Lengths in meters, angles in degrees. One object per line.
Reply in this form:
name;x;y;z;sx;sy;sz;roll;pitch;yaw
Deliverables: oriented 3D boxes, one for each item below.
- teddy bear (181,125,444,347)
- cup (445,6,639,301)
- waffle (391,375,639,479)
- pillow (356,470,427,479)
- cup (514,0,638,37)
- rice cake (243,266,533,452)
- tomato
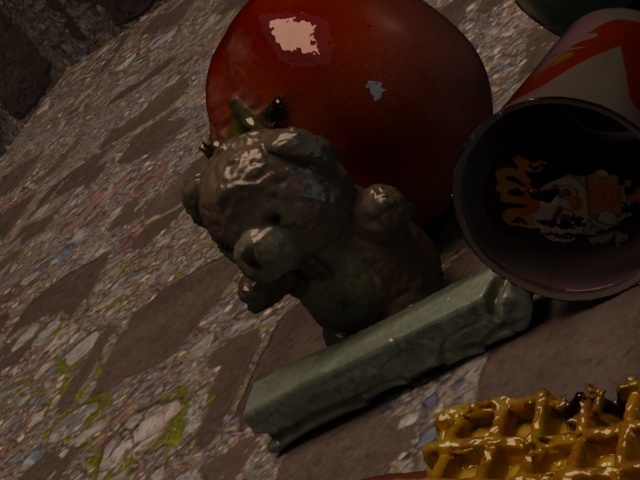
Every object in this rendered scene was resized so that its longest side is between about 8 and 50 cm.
teddy bear;0.001;0.000;1.803;0.236;0.267;0.151;-27;40;37
cup;0.248;-0.100;1.689;0.203;0.203;0.288;-29;15;32
waffle;0.177;0.185;1.306;0.283;0.065;0.309;-39;32;-1
pillow;0.016;0.264;1.468;0.171;0.075;0.179;-21;27;47
cup;0.295;-0.312;2.103;0.150;0.199;0.199;-54;14;18
rice cake;0.064;0.108;1.747;0.336;0.063;0.066;-29;25;32
tomato;0.035;-0.141;1.995;0.321;0.321;0.321;-36;19;15
